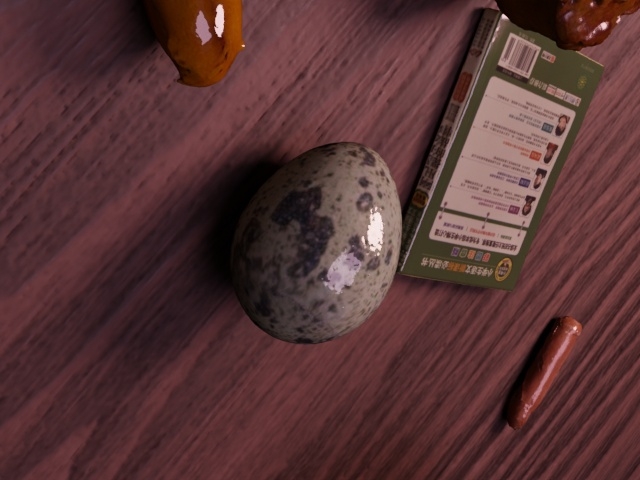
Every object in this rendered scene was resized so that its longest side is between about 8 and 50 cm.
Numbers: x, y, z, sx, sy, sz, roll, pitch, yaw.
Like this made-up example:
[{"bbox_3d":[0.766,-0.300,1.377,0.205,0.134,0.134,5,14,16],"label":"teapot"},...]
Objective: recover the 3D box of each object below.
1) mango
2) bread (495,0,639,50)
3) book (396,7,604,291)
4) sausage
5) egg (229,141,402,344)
[{"bbox_3d":[-0.087,-0.166,0.634,0.063,0.077,0.127,-18,112,-7],"label":"mango"},{"bbox_3d":[0.225,-0.286,0.782,0.232,0.135,0.246,-25,126,-33],"label":"bread"},{"bbox_3d":[0.182,-0.080,0.970,0.202,0.027,0.264,10,104,-46],"label":"book"},{"bbox_3d":[0.275,0.165,1.185,0.042,0.036,0.157,27,93,-36],"label":"sausage"},{"bbox_3d":[0.000,0.000,0.767,0.132,0.132,0.172,37,75,-47],"label":"egg"}]
